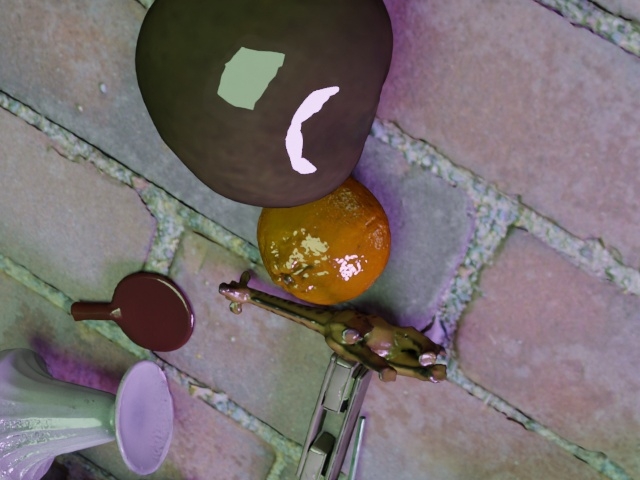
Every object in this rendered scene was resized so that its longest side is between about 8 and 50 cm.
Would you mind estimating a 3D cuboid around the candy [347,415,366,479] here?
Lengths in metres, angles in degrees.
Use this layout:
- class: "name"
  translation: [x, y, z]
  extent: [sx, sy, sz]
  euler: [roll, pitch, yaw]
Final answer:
- class: "candy"
  translation: [0.030, 0.277, 1.596]
  extent: [0.060, 0.060, 0.201]
  euler: [18, 114, 19]

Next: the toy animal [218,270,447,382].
- class: "toy animal"
  translation: [0.017, 0.089, 1.476]
  extent: [0.275, 0.149, 0.054]
  euler: [23, 98, 48]

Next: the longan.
- class: "longan"
  translation: [-0.044, -0.155, 1.310]
  extent: [0.246, 0.215, 0.246]
  euler: [18, 144, 14]

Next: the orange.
- class: "orange"
  translation: [0.002, 0.000, 1.423]
  extent: [0.136, 0.117, 0.135]
  euler: [11, 139, 9]

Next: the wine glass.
- class: "wine glass"
  translation: [-0.280, 0.201, 1.650]
  extent: [0.197, 0.165, 0.165]
  euler: [-1, 113, 25]

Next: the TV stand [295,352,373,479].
- class: "TV stand"
  translation: [0.006, 0.221, 1.582]
  extent: [0.042, 0.036, 0.249]
  euler: [24, 123, 13]

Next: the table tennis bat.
- class: "table tennis bat"
  translation: [-0.210, 0.080, 1.636]
  extent: [0.155, 0.019, 0.098]
  euler: [0, 114, 25]
